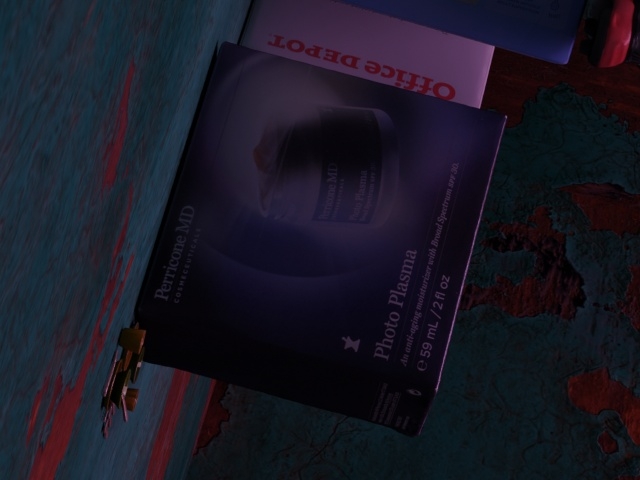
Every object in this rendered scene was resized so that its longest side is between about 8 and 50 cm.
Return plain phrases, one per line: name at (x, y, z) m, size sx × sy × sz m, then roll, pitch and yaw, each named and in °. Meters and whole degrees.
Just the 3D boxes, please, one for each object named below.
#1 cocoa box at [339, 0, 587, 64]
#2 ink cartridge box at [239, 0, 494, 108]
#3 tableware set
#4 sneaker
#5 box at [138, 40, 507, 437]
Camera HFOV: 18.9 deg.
cocoa box at (0.124, -0.349, 2.009) m, size 0.228 × 0.347 × 0.231 m, roll -71°, pitch 177°, yaw -75°
ink cartridge box at (0.066, -0.265, 2.252) m, size 0.160 × 0.279 × 0.384 m, roll 106°, pitch 0°, yaw -56°
tableware set at (-0.174, 0.121, 1.758) m, size 0.154 × 0.024 × 0.104 m, roll 103°, pitch 2°, yaw -67°
sneaker at (0.351, -0.278, 1.935) m, size 0.097 × 0.135 × 0.276 m, roll 97°, pitch 9°, yaw -58°
box at (0.000, 0.000, 1.883) m, size 0.183 × 0.294 × 0.296 m, roll 97°, pitch 7°, yaw -70°
